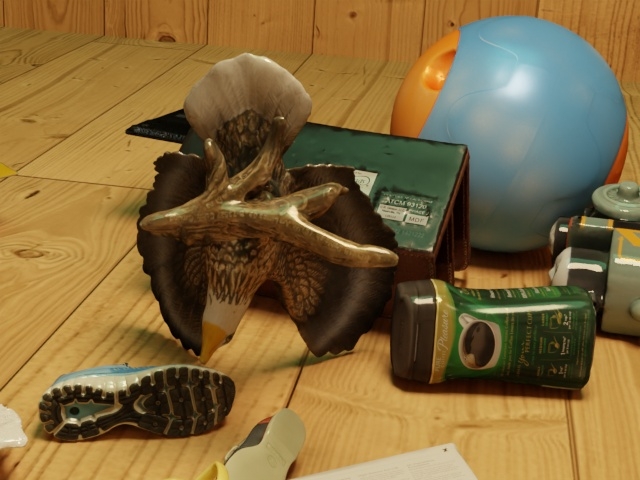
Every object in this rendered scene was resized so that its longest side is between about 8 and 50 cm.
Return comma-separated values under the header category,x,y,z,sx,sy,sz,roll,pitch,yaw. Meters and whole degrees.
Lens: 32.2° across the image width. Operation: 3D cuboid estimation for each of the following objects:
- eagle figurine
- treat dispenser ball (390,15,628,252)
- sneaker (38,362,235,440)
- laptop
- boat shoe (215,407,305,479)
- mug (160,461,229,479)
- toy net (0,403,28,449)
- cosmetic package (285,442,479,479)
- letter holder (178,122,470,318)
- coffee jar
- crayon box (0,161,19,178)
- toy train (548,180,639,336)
category,x,y,z,sx,sy,sz,roll,pitch,yaw
eagle figurine,-0.061,0.006,0.961,0.226,0.225,0.298,50,-4,10
treat dispenser ball,0.228,-0.129,1.358,0.288,0.288,0.288,3,20,-1
sneaker,-0.153,0.123,0.934,0.162,0.063,0.073,0,17,-10
laptop,-0.080,-0.091,1.422,0.234,0.136,0.264,11,21,22
boat shoe,-0.053,0.174,0.841,0.043,0.049,0.137,-34,6,27
mug,-0.094,0.192,0.758,0.078,0.062,0.064,-16,13,-3
toy net,-0.284,0.183,0.779,0.122,0.045,0.232,3,18,4
cosmetic package,-0.014,0.195,0.687,0.239,0.060,0.099,-11,17,-6
letter holder,0.000,0.000,1.213,0.302,0.214,0.152,10,53,16
coffee jar,0.157,0.087,1.036,0.184,0.096,0.079,3,12,-3
crayon box,-0.544,-0.071,1.369,0.318,0.081,0.202,20,26,39
toy train,0.406,0.037,1.175,0.334,0.142,0.190,9,30,14
